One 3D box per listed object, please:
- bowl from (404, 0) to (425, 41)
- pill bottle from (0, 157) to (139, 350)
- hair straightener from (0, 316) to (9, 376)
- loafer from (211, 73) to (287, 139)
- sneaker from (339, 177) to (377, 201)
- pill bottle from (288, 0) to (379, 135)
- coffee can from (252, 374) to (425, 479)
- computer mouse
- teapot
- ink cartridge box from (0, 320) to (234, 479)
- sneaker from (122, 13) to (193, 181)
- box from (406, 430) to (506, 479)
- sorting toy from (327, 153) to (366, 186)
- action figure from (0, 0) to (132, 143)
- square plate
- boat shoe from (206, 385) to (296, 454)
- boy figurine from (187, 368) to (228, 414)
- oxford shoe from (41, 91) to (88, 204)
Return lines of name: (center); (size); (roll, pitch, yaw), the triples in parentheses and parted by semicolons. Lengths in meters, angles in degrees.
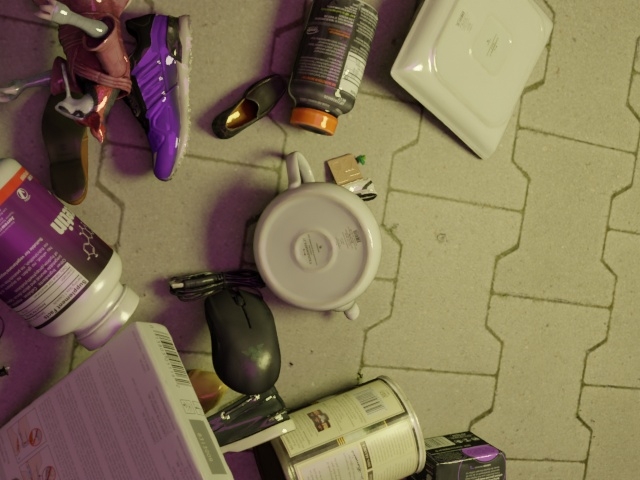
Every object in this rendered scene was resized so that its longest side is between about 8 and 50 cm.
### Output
bowl: (0.250, -0.413, 1.710); (0.142, 0.053, 0.142); (23, 85, -21)
pill bottle: (-0.457, 0.031, 1.388); (0.323, 0.181, 0.181); (46, 78, -20)
hair straightener: (-0.574, 0.209, 1.436); (0.089, 0.047, 0.230); (2, 89, -23)
loafer: (-0.123, -0.247, 1.565); (0.170, 0.061, 0.062); (-45, 108, -14)
sneaker: (0.056, -0.099, 1.671); (0.109, 0.040, 0.044); (-4, 64, -16)
pill bottle: (0.016, -0.323, 1.579); (0.130, 0.130, 0.246); (17, 88, -23)
coffee can: (0.032, 0.396, 1.611); (0.275, 0.201, 0.202); (-17, 101, -20)
computer mouse: (-0.148, 0.144, 1.492); (0.188, 0.272, 0.072); (-4, 139, -25)
teapot: (0.000, 0.000, 1.580); (0.252, 0.187, 0.256); (27, 102, 4)
ink cartridge box: (-0.354, 0.364, 1.378); (0.385, 0.308, 0.091); (-38, 153, 16)
sneaker: (-0.303, -0.251, 1.479); (0.146, 0.102, 0.293); (3, 90, -16)
box: (0.280, 0.556, 1.760); (0.165, 0.143, 0.270); (-4, 97, -20)
sorting toy: (0.060, -0.141, 1.667); (0.083, 0.012, 0.062); (-19, 74, -20)
action figure: (-0.375, -0.341, 1.385); (0.275, 0.248, 0.370); (-10, 89, -41)
square plate: (0.325, -0.387, 1.693); (0.344, 0.049, 0.347); (33, 80, -39)
boat shoe: (-0.219, 0.329, 1.455); (0.340, 0.127, 0.113); (-18, 78, -2)
boy figurine: (-0.296, 0.321, 1.530); (0.285, 0.092, 0.177); (-38, 107, -16)
oxford shoe: (-0.431, -0.162, 1.447); (0.076, 0.076, 0.212); (-2, 80, -6)
